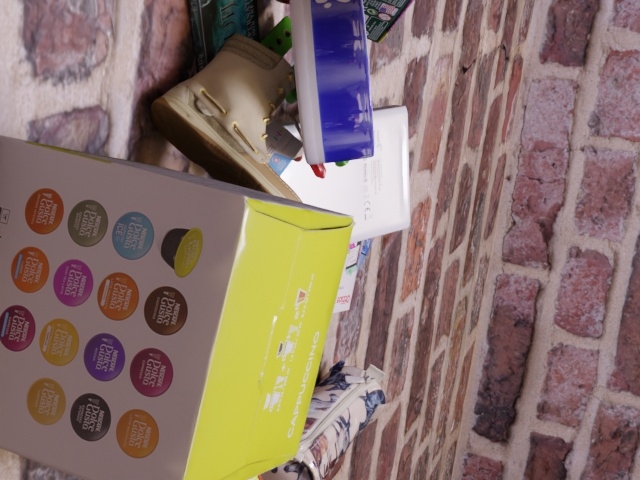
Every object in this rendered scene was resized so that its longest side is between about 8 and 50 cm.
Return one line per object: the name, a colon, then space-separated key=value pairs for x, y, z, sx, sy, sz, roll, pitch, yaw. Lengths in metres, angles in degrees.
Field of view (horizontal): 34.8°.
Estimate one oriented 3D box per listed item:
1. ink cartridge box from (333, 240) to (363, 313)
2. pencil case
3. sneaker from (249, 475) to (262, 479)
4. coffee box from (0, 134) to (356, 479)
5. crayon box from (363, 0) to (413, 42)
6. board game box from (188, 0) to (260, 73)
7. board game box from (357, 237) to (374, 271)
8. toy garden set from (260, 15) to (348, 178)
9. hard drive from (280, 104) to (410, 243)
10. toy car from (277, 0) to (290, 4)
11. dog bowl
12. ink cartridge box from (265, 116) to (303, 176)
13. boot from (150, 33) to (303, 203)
ink cartridge box: x=0.000 y=0.000 z=1.972 sx=0.201 sy=0.117 sz=0.278 roll=-3 pitch=105 yaw=-68
pencil case: x=-0.003 y=0.405 z=2.168 sx=0.410 sy=0.159 sz=0.184 roll=-36 pitch=152 yaw=-59
sneaker: x=-0.123 y=0.355 z=1.596 sx=0.279 sy=0.107 sz=0.118 roll=82 pitch=19 yaw=-44
coffee box: x=-0.194 y=0.086 z=1.234 sx=0.338 sy=0.334 sz=0.338 roll=7 pitch=98 yaw=-69
crayon box: x=0.159 y=-0.567 z=1.815 sx=0.363 sy=0.106 sz=0.313 roll=139 pitch=-29 yaw=-73
board game box: x=-0.140 y=-0.324 z=1.504 sx=0.126 sy=0.026 sz=0.186 roll=-42 pitch=142 yaw=-38
board game box: x=0.066 y=-0.040 z=2.243 sx=0.145 sy=0.027 sz=0.281 roll=-61 pitch=155 yaw=-30
toy garden set: x=-0.043 y=-0.213 z=1.675 sx=0.244 sy=0.049 sz=0.204 roll=51 pitch=49 yaw=-18
hard drive: x=0.016 y=-0.102 z=1.801 sx=0.353 sy=0.047 sz=0.233 roll=-15 pitch=110 yaw=-38
toy car: x=0.036 y=-0.464 z=1.595 sx=0.219 sy=0.237 sz=0.210 roll=-24 pitch=125 yaw=-65
dog bowl: x=0.018 y=-0.249 z=1.526 sx=0.265 sy=0.104 sz=0.265 roll=-5 pitch=90 yaw=-88
ink cartridge box: x=-0.118 y=-0.146 z=1.553 sx=0.090 sy=0.143 sz=0.092 roll=-41 pitch=-168 yaw=46
boot: x=-0.085 y=-0.158 z=1.460 sx=0.203 sy=0.262 sz=0.095 roll=-49 pitch=-179 yaw=-32
